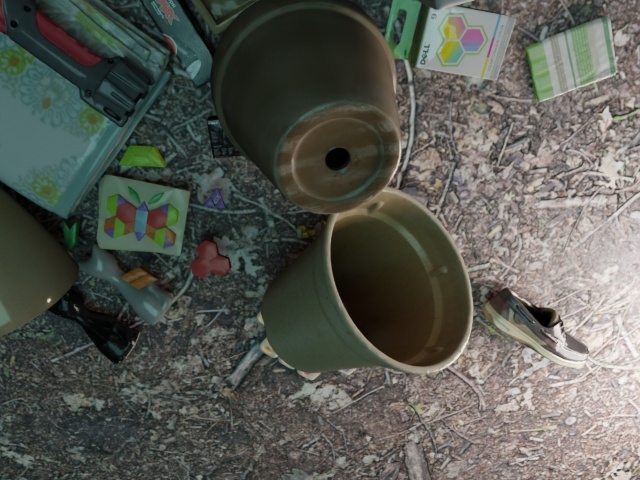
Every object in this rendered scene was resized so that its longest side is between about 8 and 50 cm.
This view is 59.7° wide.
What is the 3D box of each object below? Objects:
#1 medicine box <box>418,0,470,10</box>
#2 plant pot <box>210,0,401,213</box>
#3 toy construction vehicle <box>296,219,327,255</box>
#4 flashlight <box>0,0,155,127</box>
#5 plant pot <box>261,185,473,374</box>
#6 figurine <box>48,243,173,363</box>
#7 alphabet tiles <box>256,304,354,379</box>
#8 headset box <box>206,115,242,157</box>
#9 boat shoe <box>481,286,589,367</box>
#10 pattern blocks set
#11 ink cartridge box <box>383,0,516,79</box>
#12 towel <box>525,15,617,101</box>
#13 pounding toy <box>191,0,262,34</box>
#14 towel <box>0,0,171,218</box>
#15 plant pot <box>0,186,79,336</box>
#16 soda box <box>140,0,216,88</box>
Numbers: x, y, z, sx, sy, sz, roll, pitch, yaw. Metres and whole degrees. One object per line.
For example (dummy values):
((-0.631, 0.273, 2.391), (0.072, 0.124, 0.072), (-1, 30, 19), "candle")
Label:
((0.253, -0.456, 0.807), (0.264, 0.289, 0.149), (-14, 119, 4), "medicine box")
((-0.005, -0.198, 0.891), (0.323, 0.280, 0.323), (-7, 129, -9), "plant pot")
((0.000, 0.000, 1.171), (0.098, 0.035, 0.085), (-5, 117, -1), "toy construction vehicle")
((-0.402, -0.315, 0.853), (0.304, 0.103, 0.103), (35, 130, -18), "flashlight")
((0.056, 0.113, 1.044), (0.334, 0.333, 0.305), (35, 140, -19), "plant pot")
((-0.452, 0.129, 1.187), (0.209, 0.092, 0.215), (40, 108, -16), "figurine")
((0.001, 0.200, 1.282), (0.284, 0.021, 0.278), (35, 110, -19), "alphabet tiles")
((-0.179, -0.202, 1.058), (0.062, 0.032, 0.083), (-6, 116, -1), "headset box")
((0.505, 0.196, 1.266), (0.285, 0.103, 0.092), (28, 117, -10), "boat shoe")
((-0.347, -0.043, 1.094), (0.325, 0.026, 0.285), (-4, 102, 0), "pattern blocks set")
((0.221, -0.358, 0.984), (0.209, 0.062, 0.109), (8, 117, -7), "ink cartridge box")
((0.465, -0.336, 1.036), (0.152, 0.023, 0.113), (-19, 114, 9), "towel")
((-0.115, -0.422, 0.921), (0.181, 0.094, 0.206), (-29, 131, 9), "pounding toy")
((-0.480, -0.263, 0.961), (0.321, 0.090, 0.374), (36, 104, -14), "towel")
((-0.621, 0.001, 0.992), (0.257, 0.256, 0.274), (-17, 120, 5), "plant pot")
((-0.235, -0.354, 0.965), (0.060, 0.053, 0.169), (-27, 115, 10), "soda box")
